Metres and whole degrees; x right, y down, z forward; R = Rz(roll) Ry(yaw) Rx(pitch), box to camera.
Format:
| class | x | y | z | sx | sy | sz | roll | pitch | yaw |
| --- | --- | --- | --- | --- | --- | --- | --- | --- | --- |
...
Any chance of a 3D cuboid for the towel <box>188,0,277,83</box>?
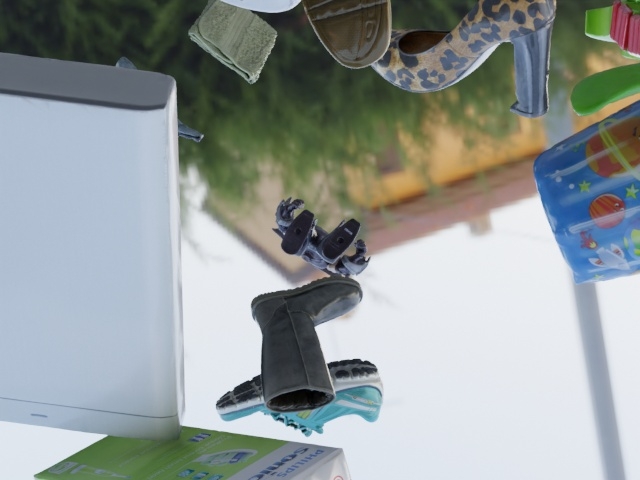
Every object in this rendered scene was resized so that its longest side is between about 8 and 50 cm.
| class | x | y | z | sx | sy | sz | roll | pitch | yaw |
| --- | --- | --- | --- | --- | --- | --- | --- | --- | --- |
| towel | -0.110 | -0.269 | 1.724 | 0.027 | 0.110 | 0.148 | -45 | -165 | 31 |

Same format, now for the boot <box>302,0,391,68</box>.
| class | x | y | z | sx | sy | sz | roll | pitch | yaw |
| --- | --- | --- | --- | --- | --- | --- | --- | --- | --- |
| boot | 0.018 | -0.259 | 1.203 | 0.077 | 0.213 | 0.165 | -21 | -178 | 10 |

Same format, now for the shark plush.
| class | x | y | z | sx | sy | sz | roll | pitch | yaw |
| --- | --- | --- | --- | --- | --- | --- | --- | --- | --- |
| shark plush | -0.240 | -0.192 | 1.892 | 0.161 | 0.067 | 0.073 | 42 | -155 | 21 |

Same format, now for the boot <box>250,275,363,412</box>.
| class | x | y | z | sx | sy | sz | roll | pitch | yaw |
| --- | --- | --- | --- | --- | --- | --- | --- | --- | --- |
| boot | -0.008 | 0.151 | 1.934 | 0.189 | 0.076 | 0.208 | -16 | -144 | -4 |

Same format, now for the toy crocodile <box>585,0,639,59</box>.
| class | x | y | z | sx | sy | sz | roll | pitch | yaw |
| --- | --- | --- | --- | --- | --- | --- | --- | --- | --- |
| toy crocodile | 0.466 | -0.301 | 1.889 | 0.105 | 0.115 | 0.340 | 1 | -162 | -4 |

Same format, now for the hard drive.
| class | x | y | z | sx | sy | sz | roll | pitch | yaw |
| --- | --- | --- | --- | --- | --- | --- | --- | --- | --- |
| hard drive | -0.221 | 0.015 | 0.998 | 0.232 | 0.353 | 0.047 | 7 | -137 | 3 |

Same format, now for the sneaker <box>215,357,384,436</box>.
| class | x | y | z | sx | sy | sz | roll | pitch | yaw |
| --- | --- | --- | --- | --- | --- | --- | --- | --- | --- |
| sneaker | -0.032 | 0.268 | 2.138 | 0.275 | 0.110 | 0.107 | -7 | -168 | -4 |

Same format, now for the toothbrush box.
| class | x | y | z | sx | sy | sz | roll | pitch | yaw |
| --- | --- | --- | --- | --- | --- | --- | --- | --- | --- |
| toothbrush box | -0.088 | 0.272 | 1.081 | 0.122 | 0.206 | 0.283 | -26 | -165 | -38 |

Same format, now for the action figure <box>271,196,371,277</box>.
| class | x | y | z | sx | sy | sz | roll | pitch | yaw |
| --- | --- | --- | --- | --- | --- | --- | --- | --- | --- |
| action figure | 0.000 | 0.000 | 2.247 | 0.185 | 0.099 | 0.285 | 26 | 177 | 0 |

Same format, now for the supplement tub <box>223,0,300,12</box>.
| class | x | y | z | sx | sy | sz | roll | pitch | yaw |
| --- | --- | --- | --- | --- | --- | --- | --- | --- | --- |
| supplement tub | -0.056 | -0.351 | 1.350 | 0.144 | 0.200 | 0.144 | 18 | 168 | 4 |

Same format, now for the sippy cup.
| class | x | y | z | sx | sy | sz | roll | pitch | yaw |
| --- | --- | --- | --- | --- | --- | --- | --- | --- | --- |
| sippy cup | 0.379 | -0.058 | 1.562 | 0.224 | 0.306 | 0.240 | -20 | -175 | 14 |

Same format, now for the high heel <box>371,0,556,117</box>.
| class | x | y | z | sx | sy | sz | roll | pitch | yaw |
| --- | --- | --- | --- | --- | --- | --- | --- | --- | --- |
| high heel | 0.143 | -0.253 | 1.473 | 0.261 | 0.186 | 0.093 | 20 | -134 | 29 |
